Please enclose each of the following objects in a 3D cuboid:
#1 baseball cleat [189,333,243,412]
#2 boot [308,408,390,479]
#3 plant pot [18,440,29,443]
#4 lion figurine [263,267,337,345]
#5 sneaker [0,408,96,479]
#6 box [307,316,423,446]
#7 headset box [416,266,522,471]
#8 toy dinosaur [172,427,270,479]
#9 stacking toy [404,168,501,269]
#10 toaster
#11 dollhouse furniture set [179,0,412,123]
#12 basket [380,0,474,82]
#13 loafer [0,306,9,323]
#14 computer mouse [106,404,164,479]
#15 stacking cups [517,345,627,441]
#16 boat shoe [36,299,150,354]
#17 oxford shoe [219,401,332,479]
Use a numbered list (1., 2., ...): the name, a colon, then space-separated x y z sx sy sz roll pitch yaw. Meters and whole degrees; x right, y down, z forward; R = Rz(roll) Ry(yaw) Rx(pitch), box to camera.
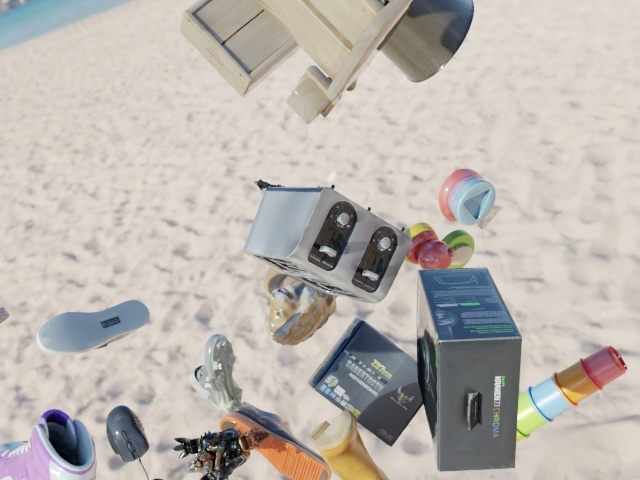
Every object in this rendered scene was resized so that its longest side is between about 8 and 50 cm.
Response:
1. baseball cleat: -0.206 0.245 1.376 0.109 0.206 0.072 15 42 25
2. boot: 0.086 0.455 1.507 0.104 0.211 0.295 -45 -4 -18
3. plant pot: -0.603 0.505 1.458 0.201 0.201 0.180 -25 69 -3
4. lion figurine: -0.050 0.100 1.627 0.240 0.142 0.392 -50 12 -6
5. sneaker: -0.372 0.291 1.004 0.102 0.161 0.282 -2 10 -43
6. box: 0.116 0.307 1.610 0.183 0.232 0.059 -52 14 -7
7. headset box: 0.243 0.213 1.245 0.131 0.247 0.283 -3 23 1
8. toy dinosaur: -0.257 0.546 1.937 0.218 0.164 0.322 -10 -39 -53
9. stacking toy: 0.394 -0.018 2.012 0.309 0.279 0.130 -56 44 8
10. toaster: 0.000 0.000 1.013 0.185 0.168 0.110 7 71 56
11. dollhouse furniture set: -0.030 -0.302 0.689 0.174 0.303 0.355 -45 2 -20
12. basket: 0.107 -0.388 1.162 0.154 0.226 0.204 -39 27 34
13. loafer: -0.622 0.147 1.326 0.125 0.045 0.039 -28 70 -5
14. computer mouse: -0.345 0.423 1.402 0.071 0.242 0.041 -29 -18 -8
15. stacking cups: 0.479 0.328 1.519 0.316 0.096 0.096 -37 18 25
16. boat shoe: -0.419 0.169 1.360 0.219 0.078 0.070 -11 -20 -45
17. oxford shoe: -0.113 0.584 2.182 0.363 0.130 0.132 28 33 13
